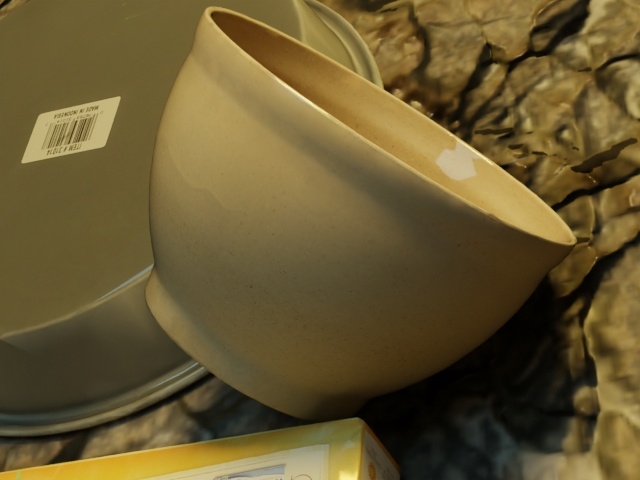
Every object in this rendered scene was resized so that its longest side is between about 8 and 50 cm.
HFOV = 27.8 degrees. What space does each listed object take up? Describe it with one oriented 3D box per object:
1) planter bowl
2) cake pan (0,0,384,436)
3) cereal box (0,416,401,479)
[{"bbox_3d":[0.000,0.000,0.491,0.109,0.162,0.162,-58,43,12],"label":"planter bowl"},{"bbox_3d":[-0.112,-0.041,0.649,0.293,0.054,0.293,-16,47,17],"label":"cake pan"},{"bbox_3d":[-0.064,0.182,0.429,0.173,0.047,0.240,-11,48,22],"label":"cereal box"}]
